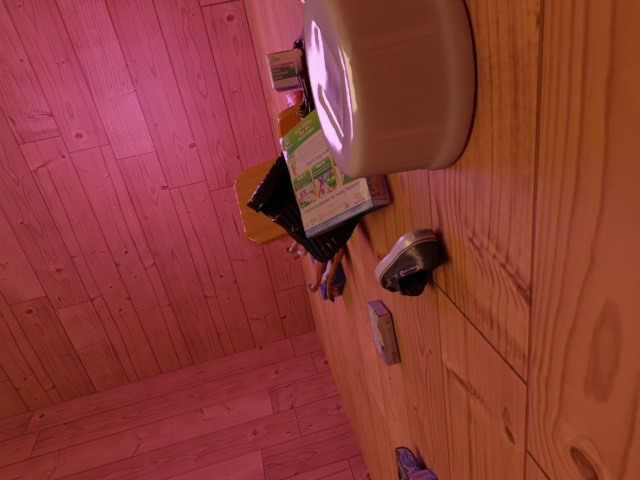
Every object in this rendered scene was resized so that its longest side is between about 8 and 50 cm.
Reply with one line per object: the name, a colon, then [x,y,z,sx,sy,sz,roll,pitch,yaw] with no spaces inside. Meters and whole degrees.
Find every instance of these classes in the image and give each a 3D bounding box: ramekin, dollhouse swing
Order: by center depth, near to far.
ramekin: [0.071,-0.214,0.612,0.277,0.135,0.276,165,90,-82]
dollhouse swing: [-0.123,-0.199,1.463,0.315,0.305,0.346,89,165,-63]

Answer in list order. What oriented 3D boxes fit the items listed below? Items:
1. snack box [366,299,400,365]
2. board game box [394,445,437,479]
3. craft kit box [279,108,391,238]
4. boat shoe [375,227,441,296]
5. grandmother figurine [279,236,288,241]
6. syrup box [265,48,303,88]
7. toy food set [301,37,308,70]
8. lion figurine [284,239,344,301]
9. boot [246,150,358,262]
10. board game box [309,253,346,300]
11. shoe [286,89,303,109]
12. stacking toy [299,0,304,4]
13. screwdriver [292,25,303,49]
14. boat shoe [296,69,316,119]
snack box: [0.160,0.234,1.206,0.100,0.037,0.141,-126,22,-74]
board game box: [0.252,0.628,1.198,0.194,0.060,0.194,-117,15,-60]
craft kit box: [0.021,-0.154,1.007,0.250,0.061,0.246,-23,83,53]
boat shoe: [0.152,0.057,0.797,0.228,0.080,0.076,110,147,-64]
grandmother figurine: [-0.117,-0.157,1.878,0.208,0.104,0.342,-40,29,48]
syrup box: [-0.101,-0.499,1.401,0.237,0.093,0.096,-101,-1,-74]
toy food set: [-0.041,-0.512,1.324,0.078,0.019,0.122,-118,15,-61]
lion figurine: [0.000,0.000,1.599,0.240,0.142,0.392,-57,47,20]
boot: [0.005,-0.143,1.206,0.260,0.347,0.131,34,169,-8]
board game box: [0.004,0.035,1.840,0.233,0.078,0.346,95,159,-69]
shoe: [-0.089,-0.468,1.633,0.178,0.064,0.081,-159,56,-75]
stacking toy: [-0.094,-0.641,1.100,0.301,0.166,0.175,57,176,20]
screwdriver: [-0.056,-0.580,1.348,0.170,0.025,0.024,169,87,-74]
boat shoe: [-0.039,-0.360,1.287,0.075,0.065,0.205,-129,37,-53]
